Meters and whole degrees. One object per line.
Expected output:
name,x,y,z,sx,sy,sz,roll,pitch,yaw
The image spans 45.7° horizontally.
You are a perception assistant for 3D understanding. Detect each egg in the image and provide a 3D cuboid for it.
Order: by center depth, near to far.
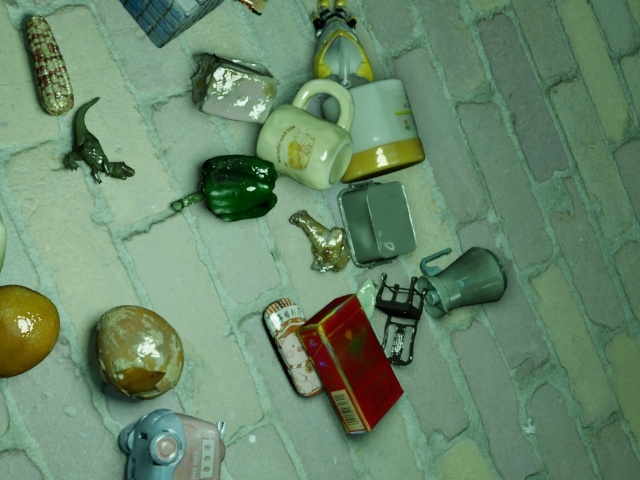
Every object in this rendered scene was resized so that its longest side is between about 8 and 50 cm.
egg,-0.416,0.254,1.738,0.195,0.195,0.233,-34,103,-25

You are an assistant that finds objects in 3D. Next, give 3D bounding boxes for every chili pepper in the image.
chili pepper,-0.237,-0.129,1.883,0.261,0.174,0.165,-2,87,11

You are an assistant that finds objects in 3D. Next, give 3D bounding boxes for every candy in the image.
candy,-0.216,-0.383,1.912,0.195,0.185,0.137,9,113,-25

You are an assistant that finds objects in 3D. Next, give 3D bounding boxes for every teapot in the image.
teapot,0.395,0.113,2.177,0.225,0.171,0.203,-21,62,-20

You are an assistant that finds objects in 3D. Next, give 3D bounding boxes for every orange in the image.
orange,-0.663,0.193,1.624,0.206,0.206,0.205,3,83,-26

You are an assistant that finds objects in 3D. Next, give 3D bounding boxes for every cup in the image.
cup,-0.015,-0.265,1.931,0.202,0.173,0.255,27,70,16

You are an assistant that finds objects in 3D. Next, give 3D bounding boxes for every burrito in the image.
burrito,0.126,0.164,2.092,0.074,0.044,0.118,36,73,-15

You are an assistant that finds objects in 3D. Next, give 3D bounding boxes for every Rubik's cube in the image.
Rubik's cube,-0.356,-0.651,1.844,0.238,0.237,0.237,-47,105,-22

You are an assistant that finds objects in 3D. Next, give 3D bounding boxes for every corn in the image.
corn,-0.636,-0.407,1.774,0.080,0.079,0.237,-17,88,-27

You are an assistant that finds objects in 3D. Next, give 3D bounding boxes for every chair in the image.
chair,0.210,0.217,2.075,0.113,0.106,0.229,37,63,-55

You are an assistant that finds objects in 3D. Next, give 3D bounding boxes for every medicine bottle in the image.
medicine bottle,0.141,-0.292,2.045,0.238,0.238,0.231,-15,90,-27

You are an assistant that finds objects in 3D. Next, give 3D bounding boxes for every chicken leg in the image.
chicken leg,0.007,-0.003,2.038,0.125,0.080,0.196,-26,95,-13

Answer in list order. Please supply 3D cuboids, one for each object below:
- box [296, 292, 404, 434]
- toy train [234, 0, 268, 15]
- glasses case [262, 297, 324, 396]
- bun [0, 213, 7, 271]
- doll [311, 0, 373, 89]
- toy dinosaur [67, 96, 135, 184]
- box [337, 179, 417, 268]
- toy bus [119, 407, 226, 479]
box,0.081,0.320,1.990,0.197,0.089,0.313,-33,101,-50
toy train,-0.191,-0.654,2.036,0.103,0.044,0.064,24,85,-22
glasses case,-0.063,0.278,1.973,0.103,0.067,0.266,-28,97,-31
bun,-0.757,0.028,1.577,0.168,0.273,0.272,40,67,-42
doll,0.054,-0.532,2.060,0.146,0.103,0.316,11,53,-28
toy dinosaur,-0.532,-0.225,1.833,0.187,0.087,0.178,49,29,-29
box,0.162,-0.051,2.084,0.163,0.135,0.243,-13,89,-27
toy bus,-0.329,0.539,1.753,0.232,0.197,0.294,10,78,-35
